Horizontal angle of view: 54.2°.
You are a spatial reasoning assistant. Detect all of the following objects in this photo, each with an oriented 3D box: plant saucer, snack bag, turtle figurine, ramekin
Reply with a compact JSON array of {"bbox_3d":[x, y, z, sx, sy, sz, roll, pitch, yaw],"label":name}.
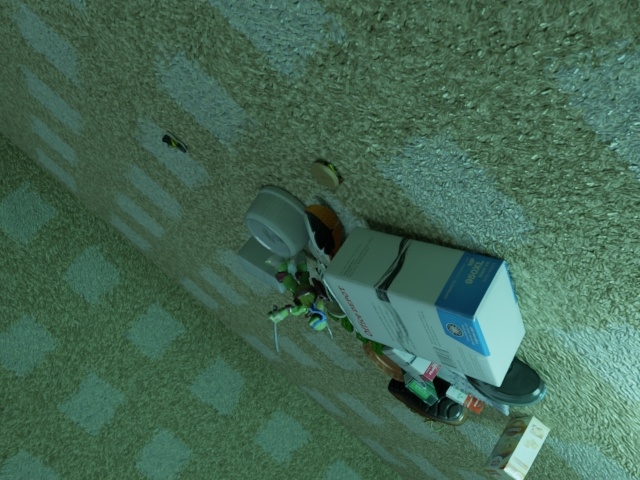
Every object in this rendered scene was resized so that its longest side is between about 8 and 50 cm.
[{"bbox_3d":[0.235,0.413,2.194,0.200,0.037,0.200,36,155,20],"label":"plant saucer"},{"bbox_3d":[0.408,0.382,1.827,0.323,0.037,0.342,29,163,26],"label":"snack bag"},{"bbox_3d":[-0.082,0.183,1.917,0.275,0.197,0.266,96,154,-65],"label":"turtle figurine"},{"bbox_3d":[-0.116,-0.045,1.758,0.207,0.109,0.207,33,158,15],"label":"ramekin"}]

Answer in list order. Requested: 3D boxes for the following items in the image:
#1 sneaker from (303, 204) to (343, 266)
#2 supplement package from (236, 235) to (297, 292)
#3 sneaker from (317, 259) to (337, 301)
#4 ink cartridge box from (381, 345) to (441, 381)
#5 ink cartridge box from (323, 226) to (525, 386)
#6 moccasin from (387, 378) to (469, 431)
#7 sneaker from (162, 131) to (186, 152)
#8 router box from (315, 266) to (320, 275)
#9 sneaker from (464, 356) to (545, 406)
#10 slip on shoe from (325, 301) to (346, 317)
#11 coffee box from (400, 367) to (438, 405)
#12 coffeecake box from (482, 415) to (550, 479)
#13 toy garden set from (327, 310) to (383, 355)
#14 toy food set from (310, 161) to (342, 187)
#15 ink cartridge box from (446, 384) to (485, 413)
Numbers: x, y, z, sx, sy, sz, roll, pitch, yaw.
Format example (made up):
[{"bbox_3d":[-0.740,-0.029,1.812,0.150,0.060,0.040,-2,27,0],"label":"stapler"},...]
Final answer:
[{"bbox_3d":[0.000,0.000,1.674,0.121,0.099,0.262,18,150,40],"label":"sneaker"},{"bbox_3d":[-0.175,0.075,2.097,0.179,0.105,0.105,30,158,21],"label":"supplement package"},{"bbox_3d":[0.027,0.102,1.823,0.075,0.057,0.161,133,123,-74],"label":"sneaker"},{"bbox_3d":[0.269,0.350,1.858,0.150,0.063,0.109,39,163,-1],"label":"ink cartridge box"},{"bbox_3d":[0.241,0.146,1.459,0.395,0.166,0.285,15,149,37],"label":"ink cartridge box"},{"bbox_3d":[0.376,0.557,2.137,0.147,0.139,0.380,44,158,-19],"label":"moccasin"},{"bbox_3d":[-0.443,-0.289,1.891,0.083,0.035,0.031,39,159,-2],"label":"sneaker"},{"bbox_3d":[0.074,0.149,1.888,0.179,0.046,0.133,34,161,43],"label":"router box"},{"bbox_3d":[0.410,0.301,1.592,0.340,0.125,0.140,27,152,22],"label":"sneaker"},{"bbox_3d":[0.034,0.193,1.994,0.135,0.051,0.041,45,161,32],"label":"slip on shoe"},{"bbox_3d":[0.308,0.434,1.995,0.113,0.040,0.184,40,-165,-13],"label":"coffee box"},{"bbox_3d":[0.585,0.626,1.874,0.068,0.185,0.142,38,158,2],"label":"coffeecake box"},{"bbox_3d":[0.120,0.237,2.025,0.244,0.049,0.204,35,150,30],"label":"toy garden set"},{"bbox_3d":[0.012,-0.153,1.456,0.082,0.020,0.083,18,151,41],"label":"toy food set"},{"bbox_3d":[0.460,0.489,1.969,0.115,0.063,0.029,26,154,28],"label":"ink cartridge box"}]
